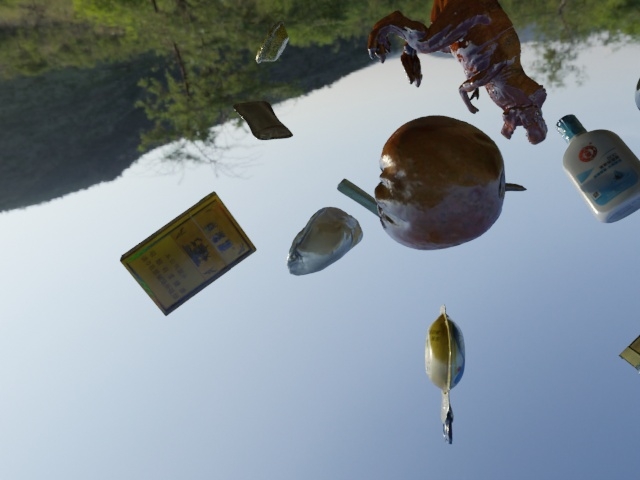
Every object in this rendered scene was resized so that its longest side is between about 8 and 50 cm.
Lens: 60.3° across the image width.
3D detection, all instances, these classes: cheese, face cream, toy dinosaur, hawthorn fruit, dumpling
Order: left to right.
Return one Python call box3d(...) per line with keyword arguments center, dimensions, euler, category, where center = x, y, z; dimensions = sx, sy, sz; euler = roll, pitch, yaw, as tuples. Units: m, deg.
box3d(center=(0.000, 0.000, 1.446), dimensions=(0.229, 0.151, 0.124), euler=(-36, -147, -9), category="dumpling")
box3d(center=(0.249, 0.265, 1.111), dimensions=(0.070, 0.270, 0.177), euler=(1, 167, 4), category="cheese")
box3d(center=(0.169, -0.305, 0.742), dimensions=(0.208, 0.431, 0.097), euler=(-14, -157, 34), category="toy dinosaur")
box3d(center=(0.262, -0.114, 1.110), dimensions=(0.299, 0.276, 0.277), euler=(6, -157, 9), category="hawthorn fruit")
box3d(center=(0.732, -0.209, 1.463), dimensions=(0.080, 0.163, 0.336), euler=(22, -141, -39), category="face cream")

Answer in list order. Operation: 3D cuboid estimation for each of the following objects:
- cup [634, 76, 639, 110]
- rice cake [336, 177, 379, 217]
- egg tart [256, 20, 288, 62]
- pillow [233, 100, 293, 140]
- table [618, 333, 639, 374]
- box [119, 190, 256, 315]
box3d(center=(0.725, -0.268, 1.048), dimensions=(0.169, 0.223, 0.176), euler=(-43, -135, 16), category="cup")
box3d(center=(0.149, -0.122, 1.736), dimensions=(0.222, 0.042, 0.080), euler=(34, -161, -5), category="rice cake")
box3d(center=(-0.099, -0.419, 1.181), dimensions=(0.039, 0.105, 0.105), euler=(32, -157, -5), category="egg tart")
box3d(center=(-0.184, -0.379, 1.737), dimensions=(0.131, 0.038, 0.232), euler=(-15, -132, -27), category="pillow")
box3d(center=(0.620, 0.215, 1.023), dimensions=(0.083, 0.062, 0.079), euler=(-48, 180, 9), category="table")
box3d(center=(-0.348, 0.032, 1.472), dimensions=(0.302, 0.192, 0.084), euler=(-36, -160, -7), category="box")
